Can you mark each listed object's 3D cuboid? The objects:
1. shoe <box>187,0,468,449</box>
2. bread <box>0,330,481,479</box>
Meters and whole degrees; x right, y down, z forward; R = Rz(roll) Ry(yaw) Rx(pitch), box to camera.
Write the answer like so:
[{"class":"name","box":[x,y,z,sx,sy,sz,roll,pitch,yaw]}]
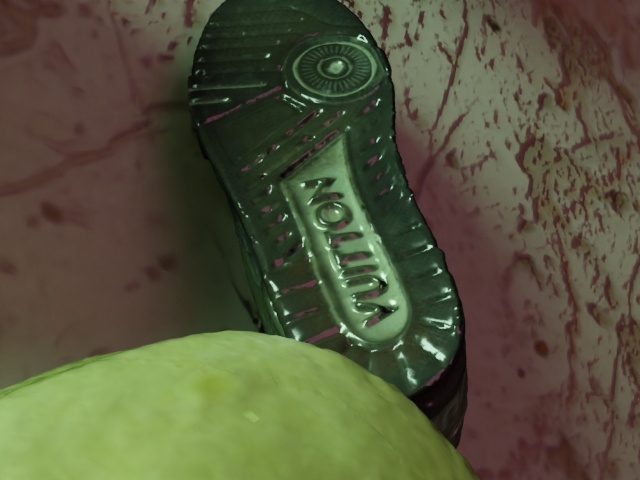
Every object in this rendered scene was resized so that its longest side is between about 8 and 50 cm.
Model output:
[{"class":"shoe","box":[0.003,0.000,0.650,0.109,0.149,0.293,-14,51,-5]},{"class":"bread","box":[-0.058,0.197,0.432,0.320,0.237,0.320,29,39,-27]}]
